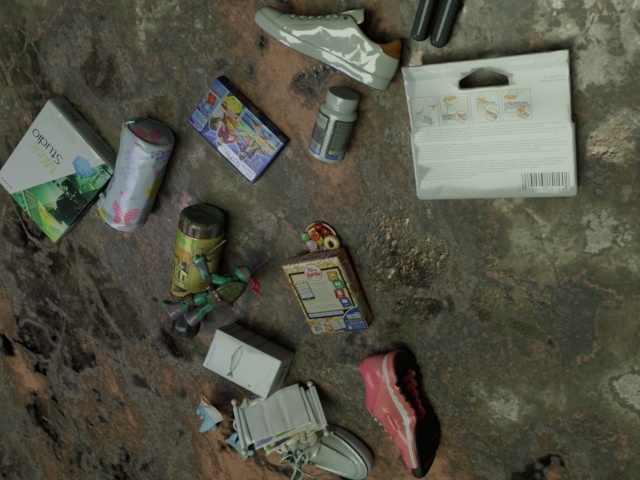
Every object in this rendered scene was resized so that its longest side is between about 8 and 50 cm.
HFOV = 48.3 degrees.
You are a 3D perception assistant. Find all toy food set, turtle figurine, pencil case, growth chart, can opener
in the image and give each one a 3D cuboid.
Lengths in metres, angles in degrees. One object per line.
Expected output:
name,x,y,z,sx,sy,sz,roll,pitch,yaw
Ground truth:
toy food set,0.000,0.000,1.578,0.083,0.020,0.083,-35,96,34
turtle figurine,-0.233,0.102,1.619,0.234,0.118,0.175,-36,133,8
pencil case,-0.430,-0.152,1.658,0.124,0.113,0.273,36,124,9
growth chart,-0.100,0.436,1.735,0.237,0.171,0.021,-17,146,8
can opener,0.215,-0.466,1.204,0.076,0.095,0.283,23,121,15

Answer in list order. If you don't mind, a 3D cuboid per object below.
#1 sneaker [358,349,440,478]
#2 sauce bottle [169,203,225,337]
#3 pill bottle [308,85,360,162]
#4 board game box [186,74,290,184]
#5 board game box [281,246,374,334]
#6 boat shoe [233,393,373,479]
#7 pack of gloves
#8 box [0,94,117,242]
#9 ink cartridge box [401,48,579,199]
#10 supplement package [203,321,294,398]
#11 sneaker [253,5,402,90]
sneaker,0.178,0.395,1.646,0.136,0.116,0.313,-8,103,40
sauce bottle,-0.302,0.083,1.711,0.111,0.111,0.344,22,120,15
pill bottle,0.028,-0.231,1.419,0.078,0.078,0.137,26,122,13
board game box,-0.179,-0.237,1.542,0.201,0.035,0.136,45,124,1
board game box,0.017,0.117,1.599,0.147,0.045,0.193,-10,116,29
boat shoe,-0.056,0.515,1.771,0.367,0.156,0.135,27,123,13
pack of gloves,-0.264,0.511,1.875,0.195,0.046,0.232,44,156,7
box,-0.658,-0.172,1.790,0.232,0.058,0.322,48,124,-2
ink cartridge box,0.310,-0.207,1.300,0.296,0.066,0.261,0,113,25
supplement package,-0.173,0.289,1.734,0.179,0.105,0.105,24,100,14
sneaker,0.021,-0.396,1.340,0.290,0.106,0.123,26,113,4
